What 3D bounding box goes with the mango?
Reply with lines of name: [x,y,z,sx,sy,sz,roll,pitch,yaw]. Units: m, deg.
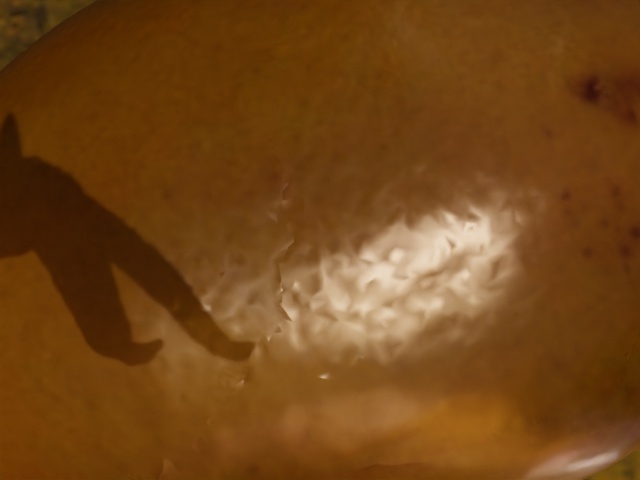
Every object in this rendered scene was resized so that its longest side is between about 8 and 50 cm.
mango: [0.000,0.000,0.929,0.232,0.445,0.300,19,49,-89]
